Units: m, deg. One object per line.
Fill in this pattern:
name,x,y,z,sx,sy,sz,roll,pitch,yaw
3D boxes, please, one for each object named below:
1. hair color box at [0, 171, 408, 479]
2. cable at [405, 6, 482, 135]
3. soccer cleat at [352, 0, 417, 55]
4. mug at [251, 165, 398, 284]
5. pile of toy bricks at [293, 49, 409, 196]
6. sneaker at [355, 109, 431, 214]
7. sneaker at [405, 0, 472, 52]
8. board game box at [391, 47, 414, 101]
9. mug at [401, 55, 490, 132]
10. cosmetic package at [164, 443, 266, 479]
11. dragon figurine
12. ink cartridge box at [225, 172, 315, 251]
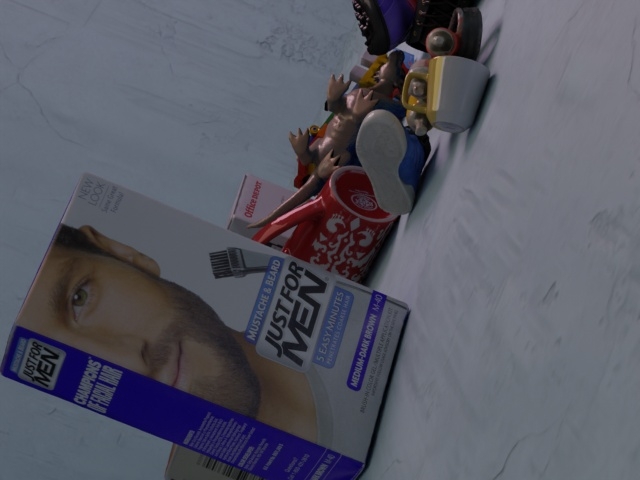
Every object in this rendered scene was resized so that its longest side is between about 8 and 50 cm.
hair color box,-0.104,0.091,1.427,0.110,0.338,0.185,118,171,-54
cable,0.124,-0.199,1.680,0.287,0.072,0.140,-98,22,-77
soccer cleat,0.103,-0.306,1.978,0.318,0.116,0.109,-67,-39,-81
mug,0.007,0.006,1.791,0.150,0.113,0.169,-19,-29,-43
pile of toy bricks,0.056,-0.136,1.996,0.212,0.105,0.118,-55,-17,-30
sneaker,0.081,-0.106,1.659,0.152,0.058,0.085,70,-149,-47
sneaker,0.154,-0.290,1.803,0.222,0.083,0.118,78,-152,-84
board game box,0.075,-0.151,2.175,0.160,0.039,0.211,-78,12,-61
mug,0.127,-0.141,1.516,0.078,0.062,0.064,-3,72,49
cosmetic package,-0.083,0.194,1.823,0.296,0.153,0.129,-81,15,-71
dragon figurine,0.034,-0.110,1.857,0.289,0.085,0.144,-60,-29,-2
ink cartridge box,-0.037,-0.002,1.977,0.127,0.175,0.072,-77,11,-60
